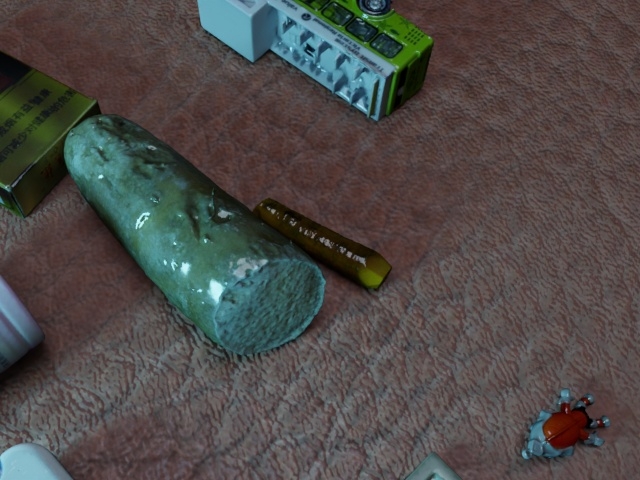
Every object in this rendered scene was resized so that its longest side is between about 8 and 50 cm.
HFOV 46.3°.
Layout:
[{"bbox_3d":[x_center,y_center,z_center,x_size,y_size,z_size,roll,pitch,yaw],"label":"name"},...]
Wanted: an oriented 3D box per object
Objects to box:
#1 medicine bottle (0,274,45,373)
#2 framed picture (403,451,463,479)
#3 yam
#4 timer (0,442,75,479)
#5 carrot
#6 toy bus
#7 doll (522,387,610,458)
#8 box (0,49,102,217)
[{"bbox_3d":[-0.404,0.111,0.683,0.254,0.152,0.152,-39,69,-22],"label":"medicine bottle"},{"bbox_3d":[0.076,0.369,0.635,0.232,0.024,0.315,42,66,19],"label":"framed picture"},{"bbox_3d":[-0.148,-0.021,0.788,0.330,0.133,0.133,41,66,19],"label":"yam"},{"bbox_3d":[-0.232,0.312,0.619,0.178,0.078,0.253,-40,70,-21],"label":"timer"},{"bbox_3d":[0.000,0.000,0.837,0.170,0.042,0.042,30,63,16],"label":"carrot"},{"bbox_3d":[-0.011,-0.275,0.959,0.301,0.113,0.139,36,68,15],"label":"toy bus"},{"bbox_3d":[0.237,0.188,0.742,0.114,0.039,0.057,-19,95,-28],"label":"doll"},{"bbox_3d":[-0.397,-0.150,0.883,0.240,0.071,0.159,29,64,12],"label":"box"}]
